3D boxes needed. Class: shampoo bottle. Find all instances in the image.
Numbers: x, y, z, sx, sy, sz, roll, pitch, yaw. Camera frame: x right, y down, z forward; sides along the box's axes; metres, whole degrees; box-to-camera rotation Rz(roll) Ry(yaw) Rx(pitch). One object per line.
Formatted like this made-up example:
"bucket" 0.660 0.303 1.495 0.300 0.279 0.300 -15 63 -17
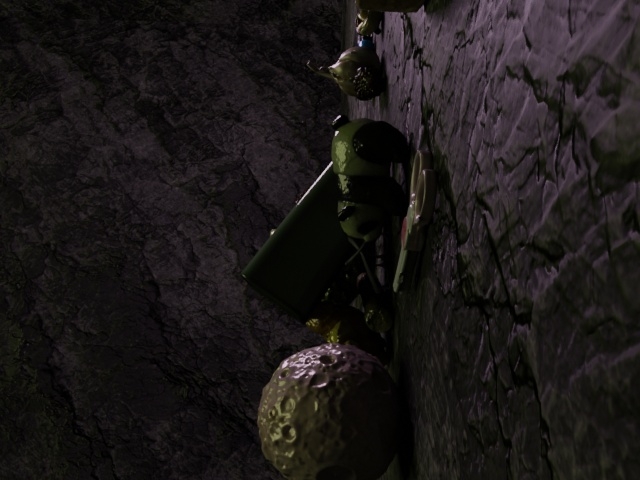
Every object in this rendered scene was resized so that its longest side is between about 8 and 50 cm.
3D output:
"shampoo bottle" 0.125 -0.489 1.810 0.087 0.050 0.183 67 -156 -87

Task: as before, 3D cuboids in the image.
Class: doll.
"doll" 0.089 -0.114 1.193 0.143 0.135 0.235 -83 -9 -80

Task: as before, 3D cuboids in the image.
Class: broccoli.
"broccoli" -0.001 0.019 1.783 0.293 0.280 0.348 92 179 -68

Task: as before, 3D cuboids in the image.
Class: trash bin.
"trash bin" 0.000 0.000 1.424 0.344 0.158 0.223 -52 -7 -10

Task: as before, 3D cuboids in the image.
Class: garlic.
"garlic" 0.064 -0.432 1.631 0.131 0.194 0.127 10 -90 -86

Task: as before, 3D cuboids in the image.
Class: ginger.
"ginger" 0.057 0.196 1.382 0.216 0.157 0.102 44 113 45

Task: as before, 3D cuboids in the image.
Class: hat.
"hat" 0.127 -0.556 1.637 0.077 0.059 0.076 -97 23 -45

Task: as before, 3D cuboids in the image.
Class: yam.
"yam" 0.115 0.129 1.396 0.253 0.061 0.061 -97 8 -76

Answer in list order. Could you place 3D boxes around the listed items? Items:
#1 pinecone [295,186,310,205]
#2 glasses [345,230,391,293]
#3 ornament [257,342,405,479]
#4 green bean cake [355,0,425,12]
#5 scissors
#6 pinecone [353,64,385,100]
"pinecone" 0.016 -0.037 2.158 0.296 0.241 0.299 111 164 -60
"glasses" 0.098 0.031 1.319 0.103 0.062 0.140 27 -119 -57
"ornament" 0.017 0.313 1.121 0.225 0.259 0.260 -99 9 -54
"green bean cake" 0.109 -0.399 0.934 0.179 0.109 0.085 117 155 -88
"scissors" 0.139 -0.014 0.968 0.118 0.030 0.242 -88 3 -51
"pinecone" 0.117 -0.375 1.530 0.083 0.077 0.077 -81 -5 -50
